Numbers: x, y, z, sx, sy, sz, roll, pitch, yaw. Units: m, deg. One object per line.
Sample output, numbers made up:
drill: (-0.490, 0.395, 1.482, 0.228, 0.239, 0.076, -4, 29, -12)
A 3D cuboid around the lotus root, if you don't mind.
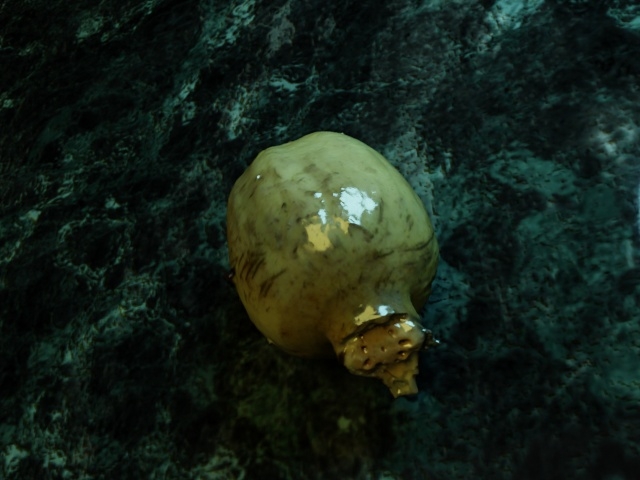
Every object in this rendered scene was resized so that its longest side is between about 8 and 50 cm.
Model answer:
lotus root: (0.000, 0.000, 0.631, 0.154, 0.140, 0.257, -31, 41, -2)
